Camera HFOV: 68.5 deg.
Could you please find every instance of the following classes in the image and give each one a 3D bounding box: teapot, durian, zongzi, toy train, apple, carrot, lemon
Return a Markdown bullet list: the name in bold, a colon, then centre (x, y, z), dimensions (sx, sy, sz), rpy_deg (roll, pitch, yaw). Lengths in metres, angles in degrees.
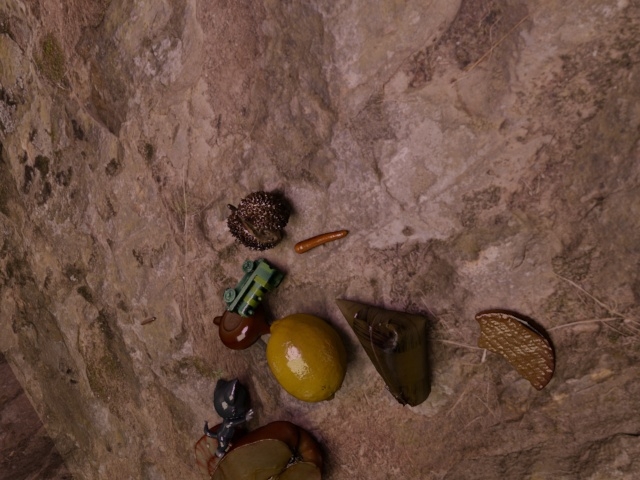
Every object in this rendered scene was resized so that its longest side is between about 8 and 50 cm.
- **teapot**: centre (-0.265, 0.289, 1.587), dimensions (0.252, 0.178, 0.135), rpy_deg (-5, 142, 40)
- **durian**: centre (-0.191, -0.061, 1.399), dimensions (0.196, 0.167, 0.196), rpy_deg (-2, 110, -6)
- **zongzi**: centre (0.170, 0.313, 1.354), dimensions (0.300, 0.145, 0.273), rpy_deg (11, 117, 45)
- **toy train**: centre (-0.218, 0.154, 1.492), dimensions (0.132, 0.083, 0.200), rpy_deg (28, 84, 38)
- **apple**: centre (-0.166, 0.792, 1.597), dimensions (0.365, 0.329, 0.295), rpy_deg (-49, 53, 15)
- **carrot**: centre (0.000, 0.000, 1.391), dimensions (0.190, 0.037, 0.037), rpy_deg (-20, 95, 32)
- **lemon**: centre (-0.039, 0.350, 1.413), dimensions (0.236, 0.236, 0.263), rpy_deg (-30, 106, 34)

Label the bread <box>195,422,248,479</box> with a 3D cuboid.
- **bread**: centre (-0.353, 0.882, 1.840), dimensions (0.295, 0.114, 0.327), rpy_deg (-16, 98, 34)

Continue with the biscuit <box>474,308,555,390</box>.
- **biscuit**: centre (0.496, 0.276, 1.194), dimensions (0.176, 0.031, 0.228), rpy_deg (-16, 99, 34)

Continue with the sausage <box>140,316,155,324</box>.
- **sausage**: centre (-0.706, 0.331, 1.924), dimensions (0.100, 0.015, 0.015), rpy_deg (-23, 93, 33)

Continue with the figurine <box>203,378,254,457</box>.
- **figurine**: centre (-0.347, 0.638, 1.718), dimensions (0.140, 0.265, 0.193), rpy_deg (31, 161, -18)
